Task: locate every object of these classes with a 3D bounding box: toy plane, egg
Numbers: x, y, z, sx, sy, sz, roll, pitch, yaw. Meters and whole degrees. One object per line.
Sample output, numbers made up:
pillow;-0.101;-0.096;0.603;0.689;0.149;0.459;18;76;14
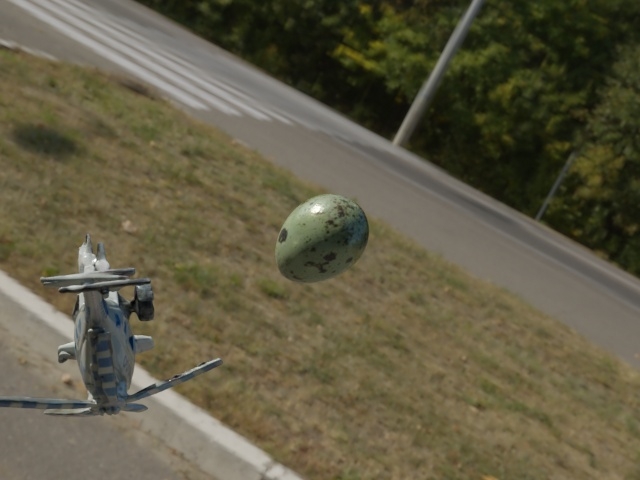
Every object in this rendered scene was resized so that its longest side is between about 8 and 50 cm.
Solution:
toy plane;-0.184;0.067;0.770;0.273;0.182;0.107;67;10;-61
egg;0.000;0.000;1.022;0.085;0.110;0.085;40;23;-20
